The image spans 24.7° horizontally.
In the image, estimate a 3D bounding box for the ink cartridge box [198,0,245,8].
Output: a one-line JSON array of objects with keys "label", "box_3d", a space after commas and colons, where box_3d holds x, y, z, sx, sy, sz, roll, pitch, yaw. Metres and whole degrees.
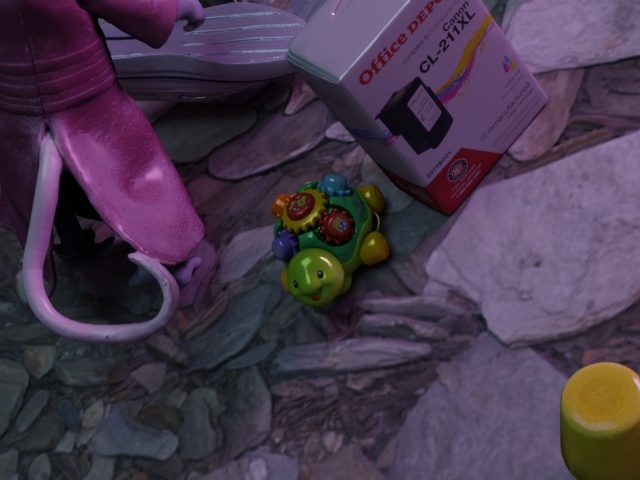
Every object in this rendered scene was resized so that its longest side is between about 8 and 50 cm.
[{"label": "ink cartridge box", "box_3d": [-0.150, -0.245, 1.419, 0.062, 0.109, 0.209, -49, 43, -4]}]

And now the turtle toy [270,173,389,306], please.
[{"label": "turtle toy", "box_3d": [0.000, 0.000, 1.146, 0.095, 0.066, 0.130, -23, 47, 22]}]

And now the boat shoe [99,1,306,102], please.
[{"label": "boat shoe", "box_3d": [-0.105, -0.167, 1.354, 0.226, 0.075, 0.083, 5, 55, 21]}]

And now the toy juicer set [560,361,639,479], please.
[{"label": "toy juicer set", "box_3d": [0.161, 0.240, 0.833, 0.209, 0.089, 0.329, 25, 66, 32]}]

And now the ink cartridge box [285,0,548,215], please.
[{"label": "ink cartridge box", "box_3d": [0.075, -0.123, 1.104, 0.127, 0.175, 0.072, -49, 43, -5]}]

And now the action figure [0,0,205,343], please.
[{"label": "action figure", "box_3d": [-0.233, -0.129, 1.200, 0.248, 0.370, 0.275, -6, 27, 11]}]
